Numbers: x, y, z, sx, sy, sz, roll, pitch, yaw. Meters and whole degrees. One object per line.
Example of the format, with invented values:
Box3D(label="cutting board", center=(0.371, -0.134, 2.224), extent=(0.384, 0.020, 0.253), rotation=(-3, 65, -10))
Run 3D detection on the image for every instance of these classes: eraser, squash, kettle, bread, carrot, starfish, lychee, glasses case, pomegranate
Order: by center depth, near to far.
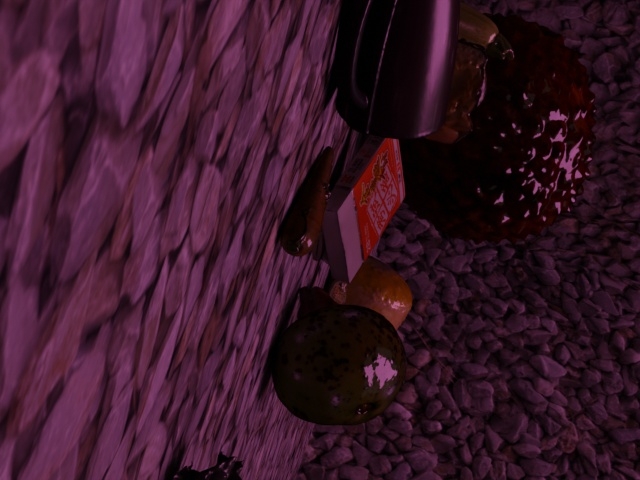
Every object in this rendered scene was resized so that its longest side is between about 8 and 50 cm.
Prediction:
Box3D(label="kettle", center=(0.084, -0.252, 1.466), extent=(0.202, 0.144, 0.232), rotation=(-27, 137, -38))
Box3D(label="carrot", center=(-0.009, -0.057, 1.533), extent=(0.254, 0.049, 0.049), rotation=(-73, 178, -54))
Box3D(label="pomegranate", center=(0.019, 0.169, 1.865), extent=(0.214, 0.214, 0.247), rotation=(103, -27, -45))
Box3D(label="bread", center=(0.137, -0.258, 1.881), extent=(0.251, 0.133, 0.174), rotation=(41, -58, 47))
Box3D(label="glasses case", center=(0.000, 0.000, 1.894), extent=(0.083, 0.021, 0.032), rotation=(97, 14, -51))
Box3D(label="eraser", center=(0.071, -0.063, 1.930), extent=(0.230, 0.038, 0.157), rotation=(-56, 148, -38))
Box3D(label="squash", center=(0.227, -0.359, 2.040), extent=(0.094, 0.224, 0.094), rotation=(24, 90, -84))
Box3D(label="starfish", center=(0.016, 0.103, 2.129), extent=(0.223, 0.050, 0.217), rotation=(-49, -176, -31))
Box3D(label="lychee", center=(0.299, -0.232, 2.247), extent=(0.424, 0.425, 0.499), rotation=(92, -20, -72))
Box3D(label="bread", center=(0.090, 0.119, 2.488), extent=(0.170, 0.197, 0.197), rotation=(-60, 177, 9))

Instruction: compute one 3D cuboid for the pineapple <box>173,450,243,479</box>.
Box3D(label="pineapple", center=(-0.115, 0.334, 1.157), extent=(0.158, 0.158, 0.278), rotation=(93, 2, -71))

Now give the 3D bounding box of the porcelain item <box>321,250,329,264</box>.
Box3D(label="porcelain item", center=(0.055, -0.057, 2.029), extent=(0.081, 0.069, 0.215), rotation=(-36, 148, -51))
